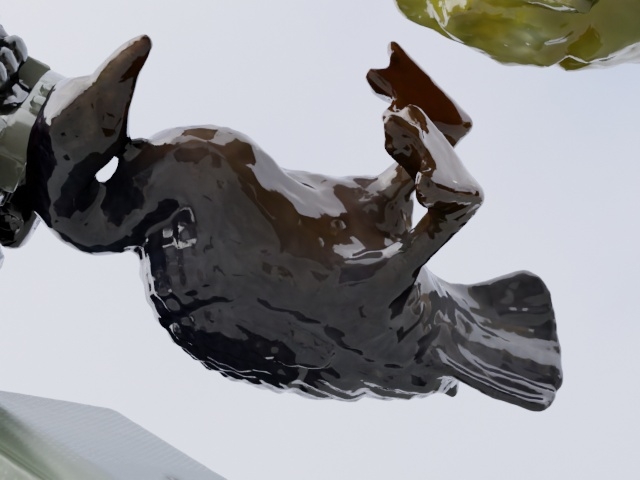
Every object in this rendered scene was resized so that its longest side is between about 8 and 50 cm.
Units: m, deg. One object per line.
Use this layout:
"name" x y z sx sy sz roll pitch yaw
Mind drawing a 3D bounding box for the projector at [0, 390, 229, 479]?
"projector" -0.098 0.202 0.941 0.163 0.242 0.177 15 -81 -55

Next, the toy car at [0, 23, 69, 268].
"toy car" -0.235 -0.053 0.988 0.193 0.301 0.118 26 -59 -3

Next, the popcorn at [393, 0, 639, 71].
"popcorn" 0.124 -0.197 0.851 0.249 0.225 0.249 -5 -76 -20

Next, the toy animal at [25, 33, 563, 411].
"toy animal" 0.000 0.000 0.925 0.185 0.122 0.298 -35 -50 22
